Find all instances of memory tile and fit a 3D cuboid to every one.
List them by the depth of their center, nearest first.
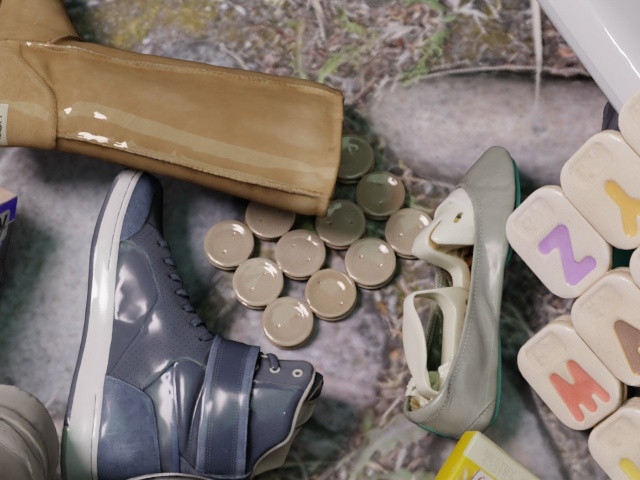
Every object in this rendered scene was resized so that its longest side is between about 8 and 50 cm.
[{"bbox_3d":[0.000,0.000,0.910,0.148,0.012,0.113,-36,71,-11],"label":"memory tile"}]

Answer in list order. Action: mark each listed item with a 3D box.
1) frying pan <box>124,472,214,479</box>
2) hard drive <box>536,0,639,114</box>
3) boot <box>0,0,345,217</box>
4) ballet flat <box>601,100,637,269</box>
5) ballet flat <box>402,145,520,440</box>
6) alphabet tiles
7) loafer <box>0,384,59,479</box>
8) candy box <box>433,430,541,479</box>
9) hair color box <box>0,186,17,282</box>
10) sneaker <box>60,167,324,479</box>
[{"bbox_3d":[-0.127,0.288,0.728,0.197,0.053,0.326,43,69,-25],"label":"frying pan"},{"bbox_3d":[0.307,-0.092,0.863,0.233,0.047,0.353,-17,66,-33],"label":"hard drive"},{"bbox_3d":[-0.120,-0.115,0.915,0.269,0.089,0.236,9,42,-5],"label":"boot"},{"bbox_3d":[0.210,-0.027,0.882,0.074,0.074,0.203,13,67,8],"label":"ballet flat"},{"bbox_3d":[0.092,0.027,0.857,0.068,0.072,0.213,14,69,-19],"label":"ballet flat"},{"bbox_3d":[0.244,0.048,0.751,0.278,0.284,0.021,50,41,10],"label":"alphabet tiles"},{"bbox_3d":[-0.205,0.128,0.731,0.111,0.319,0.112,-34,111,-20],"label":"loafer"},{"bbox_3d":[0.080,0.232,0.787,0.105,0.027,0.206,38,74,-8],"label":"candy box"},{"bbox_3d":[-0.399,-0.029,0.846,0.339,0.110,0.185,26,29,11],"label":"hair color box"},{"bbox_3d":[-0.078,0.058,0.854,0.163,0.086,0.226,3,65,0],"label":"sneaker"}]
